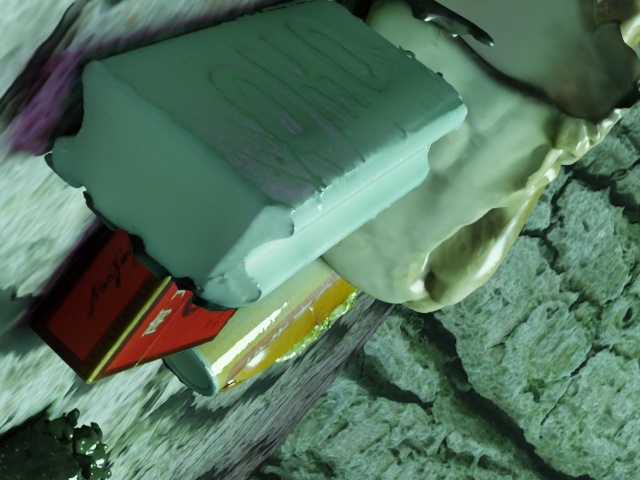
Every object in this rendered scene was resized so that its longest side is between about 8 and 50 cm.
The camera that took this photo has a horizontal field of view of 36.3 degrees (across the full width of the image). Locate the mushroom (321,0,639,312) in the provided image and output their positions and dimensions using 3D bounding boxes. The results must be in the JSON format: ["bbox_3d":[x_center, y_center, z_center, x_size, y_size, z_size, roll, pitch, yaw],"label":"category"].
[{"bbox_3d":[0.138,-0.123,0.941,0.313,0.224,0.397,-59,177,-39],"label":"mushroom"}]

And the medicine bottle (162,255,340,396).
[{"bbox_3d":[0.000,0.000,1.074,0.426,0.108,0.108,-41,167,-28],"label":"medicine bottle"}]

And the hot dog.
[{"bbox_3d":[-0.026,0.076,1.184,0.337,0.100,0.135,-39,-179,-42],"label":"hot dog"}]

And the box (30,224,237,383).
[{"bbox_3d":[-0.110,0.023,0.798,0.153,0.074,0.240,-47,169,12],"label":"box"}]

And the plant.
[{"bbox_3d":[-0.246,0.205,0.855,0.143,0.092,0.094,-16,138,-60],"label":"plant"}]

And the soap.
[{"bbox_3d":[-0.023,-0.070,0.620,0.261,0.150,0.094,-36,166,-52],"label":"soap"}]
